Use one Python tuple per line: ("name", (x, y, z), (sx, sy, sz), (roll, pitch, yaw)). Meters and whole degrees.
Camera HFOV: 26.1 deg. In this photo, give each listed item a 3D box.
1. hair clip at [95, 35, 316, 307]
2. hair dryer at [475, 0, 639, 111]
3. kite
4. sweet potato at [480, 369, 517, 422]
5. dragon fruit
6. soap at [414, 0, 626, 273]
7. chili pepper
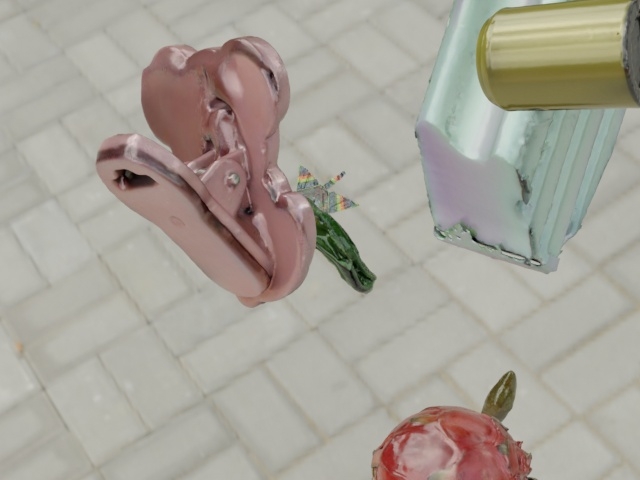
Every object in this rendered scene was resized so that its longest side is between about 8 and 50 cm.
("hair clip", (-0.050, -0.040, 0.789), (0.123, 0.138, 0.102), (-7, 45, 54))
("hair dryer", (0.254, -0.158, 1.199), (0.135, 0.090, 0.278), (0, 5, 34))
("kite", (-0.003, -0.059, 1.764), (0.090, 0.004, 0.122), (-44, 49, -3))
("sweet potato", (0.231, 0.230, 1.820), (0.041, 0.153, 0.038), (22, 37, 20))
("dragon fruit", (0.152, 0.277, 1.605), (0.209, 0.172, 0.172), (1, 48, 18))
("soap", (0.246, -0.197, 1.538), (0.156, 0.261, 0.446), (17, 90, 29))
("chili pepper", (0.005, 0.000, 1.622), (0.050, 0.182, 0.073), (-55, 16, -27))
